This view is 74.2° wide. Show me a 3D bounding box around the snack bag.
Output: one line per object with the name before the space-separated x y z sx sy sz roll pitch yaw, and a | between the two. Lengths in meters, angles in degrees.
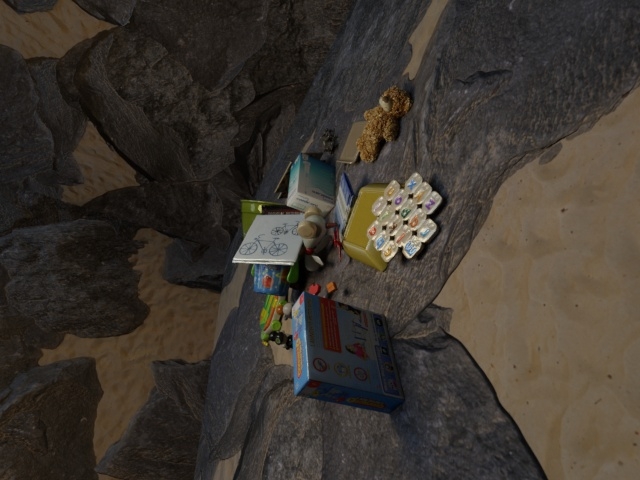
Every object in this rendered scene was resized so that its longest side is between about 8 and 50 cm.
snack bag | -0.222 -0.014 2.026 0.342 0.324 0.037 -72 -25 -44

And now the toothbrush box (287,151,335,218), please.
toothbrush box | -0.043 -0.286 2.206 0.126 0.217 0.295 -49 31 44

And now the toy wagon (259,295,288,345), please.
toy wagon | -0.277 0.423 2.381 0.344 0.068 0.267 -71 20 0

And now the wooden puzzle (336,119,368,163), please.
wooden puzzle | 0.175 -0.484 2.084 0.238 0.044 0.221 -64 21 4

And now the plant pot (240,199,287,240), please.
plant pot | -0.320 -0.047 2.578 0.366 0.367 0.352 -172 88 -69

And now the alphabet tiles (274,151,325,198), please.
alphabet tiles | -0.117 -0.373 2.445 0.011 0.285 0.342 51 129 21

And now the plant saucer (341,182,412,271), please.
plant saucer | 0.193 -0.075 1.616 0.332 0.081 0.333 -70 20 1

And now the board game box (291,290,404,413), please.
board game box | 0.071 0.327 1.253 0.086 0.302 0.308 -57 24 34

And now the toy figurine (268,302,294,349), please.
toy figurine | -0.147 0.395 1.962 0.210 0.148 0.212 -15 59 66

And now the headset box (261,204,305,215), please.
headset box | -0.172 -0.129 2.305 0.218 0.294 0.110 -127 36 -76

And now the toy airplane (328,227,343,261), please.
toy airplane | 0.073 0.008 1.737 0.028 0.151 0.151 -13 52 24

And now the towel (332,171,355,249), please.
towel | 0.100 -0.126 1.846 0.209 0.034 0.284 -102 18 -54

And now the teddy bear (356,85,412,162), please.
teddy bear | 0.247 -0.494 1.804 0.338 0.113 0.244 -44 36 51

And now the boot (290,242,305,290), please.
boot | -0.094 0.098 2.228 0.280 0.096 0.264 -55 17 19

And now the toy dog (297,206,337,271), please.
toy dog | 0.000 0.000 1.912 0.333 0.161 0.220 75 -156 -60

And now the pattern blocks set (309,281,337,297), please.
pattern blocks set | 0.002 0.301 1.681 0.325 0.026 0.285 -9 65 63

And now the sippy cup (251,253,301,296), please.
sippy cup | -0.232 0.159 2.106 0.305 0.240 0.223 133 147 -83

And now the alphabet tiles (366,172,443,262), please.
alphabet tiles | 0.270 -0.074 1.387 0.278 0.021 0.284 -53 41 22

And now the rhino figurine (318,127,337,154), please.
rhino figurine | 0.044 -0.563 2.431 0.106 0.073 0.243 -57 26 24
